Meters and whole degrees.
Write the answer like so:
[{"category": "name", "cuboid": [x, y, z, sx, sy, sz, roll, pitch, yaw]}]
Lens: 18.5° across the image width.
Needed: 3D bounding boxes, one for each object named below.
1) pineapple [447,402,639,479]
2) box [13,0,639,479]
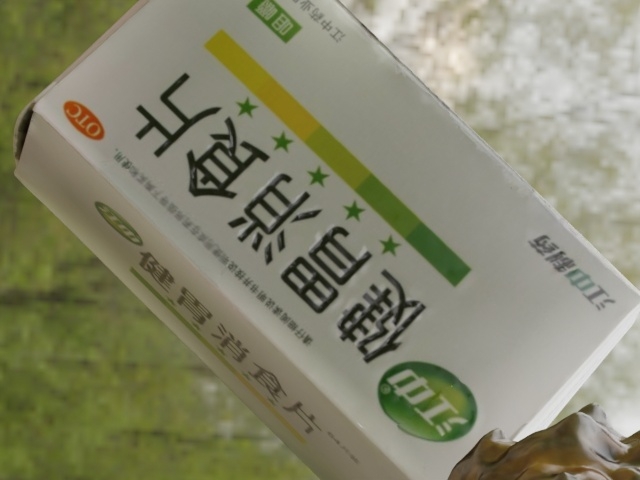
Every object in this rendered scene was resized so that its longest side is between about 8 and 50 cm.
[{"category": "pineapple", "cuboid": [0.111, 0.131, 0.579, 0.166, 0.193, 0.166, -42, -141, 48]}, {"category": "box", "cuboid": [0.002, 0.001, 1.112, 0.173, 0.333, 0.145, -45, 178, -18]}]
